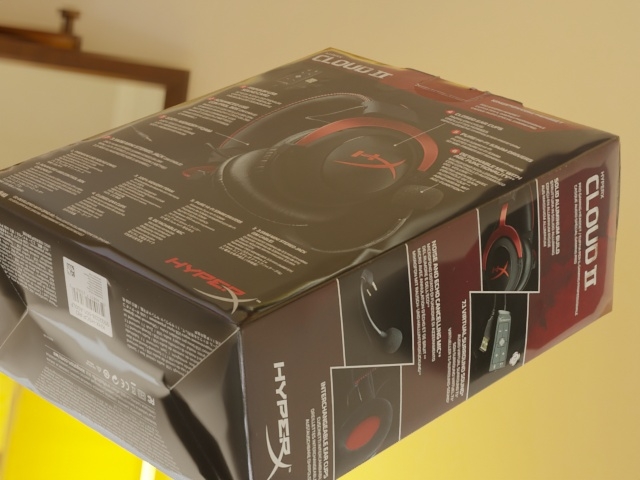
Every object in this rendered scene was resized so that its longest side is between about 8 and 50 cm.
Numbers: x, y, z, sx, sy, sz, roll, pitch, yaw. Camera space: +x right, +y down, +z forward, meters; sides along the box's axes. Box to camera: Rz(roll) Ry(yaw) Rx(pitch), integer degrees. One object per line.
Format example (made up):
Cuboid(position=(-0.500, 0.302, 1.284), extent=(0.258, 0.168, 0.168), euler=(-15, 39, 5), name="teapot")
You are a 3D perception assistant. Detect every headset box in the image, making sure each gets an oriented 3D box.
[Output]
Cuboid(position=(0.000, 0.000, 0.803), extent=(0.293, 0.218, 0.110), euler=(-26, 125, -38), name="headset box")
